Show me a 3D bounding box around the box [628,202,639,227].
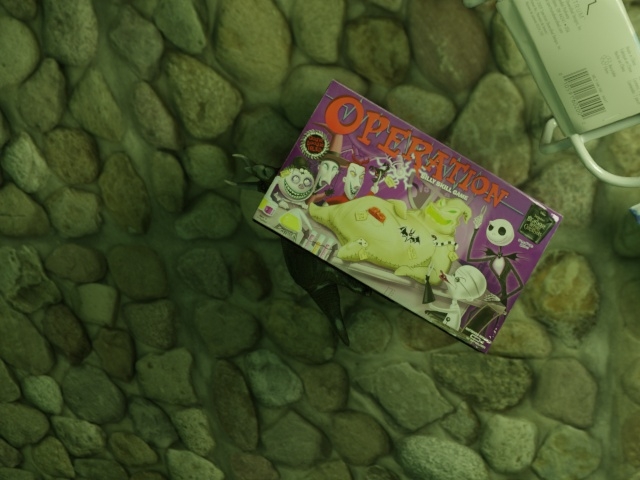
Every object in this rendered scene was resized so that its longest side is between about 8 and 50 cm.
[{"bbox_3d":[0.476,-0.002,1.150,0.109,0.042,0.178,-29,108,32],"label":"box"}]

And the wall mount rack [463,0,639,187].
[{"bbox_3d":[0.336,-0.244,1.003,0.304,0.130,0.350,-19,113,33],"label":"wall mount rack"}]

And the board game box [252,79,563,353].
[{"bbox_3d":[0.111,-0.029,1.189,0.346,0.056,0.208,30,83,-3],"label":"board game box"}]

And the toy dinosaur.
[{"bbox_3d":[0.000,0.000,1.307,0.160,0.121,0.314,5,128,32],"label":"toy dinosaur"}]
